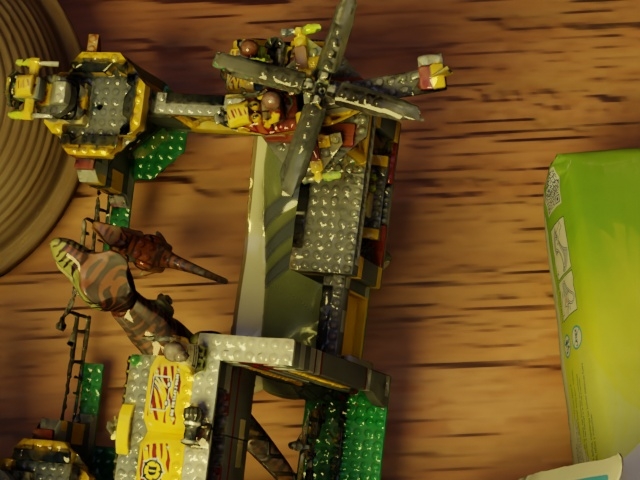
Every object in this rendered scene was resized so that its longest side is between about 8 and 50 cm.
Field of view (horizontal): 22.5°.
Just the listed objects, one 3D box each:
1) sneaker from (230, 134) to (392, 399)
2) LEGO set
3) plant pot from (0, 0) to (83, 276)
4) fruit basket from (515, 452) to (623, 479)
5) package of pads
[{"bbox_3d":[0.000,0.000,0.941,0.086,0.064,0.192,4,78,7],"label":"sneaker"},{"bbox_3d":[-0.080,0.027,0.818,0.255,0.192,0.331,12,84,20],"label":"LEGO set"},{"bbox_3d":[-0.250,-0.081,0.920,0.237,0.110,0.237,0,87,-7],"label":"plant pot"},{"bbox_3d":[-0.002,0.260,0.712,0.165,0.327,0.353,24,75,-5],"label":"fruit basket"},{"bbox_3d":[0.282,0.060,0.891,0.297,0.101,0.229,-4,69,2],"label":"package of pads"}]
